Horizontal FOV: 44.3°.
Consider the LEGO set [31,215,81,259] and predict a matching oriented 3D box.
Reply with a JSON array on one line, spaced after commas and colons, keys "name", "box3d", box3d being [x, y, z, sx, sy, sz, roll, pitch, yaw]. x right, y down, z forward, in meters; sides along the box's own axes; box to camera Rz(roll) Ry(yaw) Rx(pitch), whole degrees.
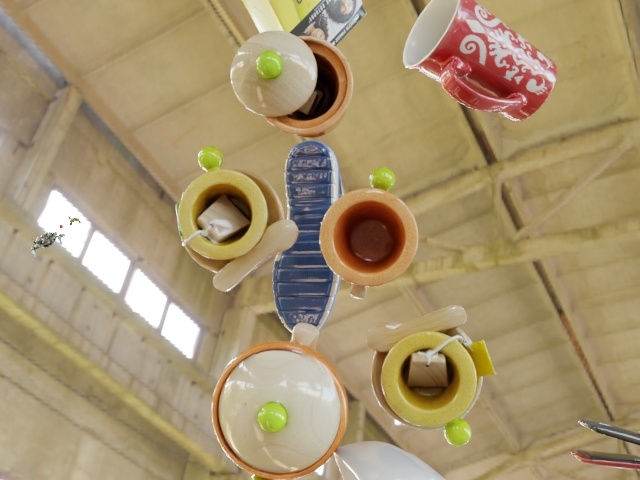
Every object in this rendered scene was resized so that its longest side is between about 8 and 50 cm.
[{"name": "LEGO set", "box3d": [-0.367, -0.010, 1.075, 0.054, 0.083, 0.023, -6, -50, 29]}]

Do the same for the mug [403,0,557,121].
[{"name": "mug", "box3d": [0.199, -0.212, 0.990, 0.169, 0.150, 0.113, 26, -17, -22]}]

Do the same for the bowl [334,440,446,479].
[{"name": "bowl", "box3d": [0.064, 0.199, 0.517, 0.053, 0.142, 0.142, -21, 0, -11]}]

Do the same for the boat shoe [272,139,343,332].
[{"name": "boat shoe", "box3d": [0.000, 0.000, 0.754, 0.066, 0.183, 0.066, 4, -5, 21]}]

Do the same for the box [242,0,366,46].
[{"name": "box", "box3d": [-0.034, -0.233, 0.612, 0.058, 0.087, 0.232, 39, -8, 27]}]

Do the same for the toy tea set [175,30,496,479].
[{"name": "toy tea set", "box3d": [-0.012, 0.013, 0.568, 0.200, 0.336, 0.124, -22, -5, 4]}]

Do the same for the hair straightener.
[{"name": "hair straightener", "box3d": [0.429, 0.244, 0.970, 0.230, 0.089, 0.047, 10, 0, -4]}]
